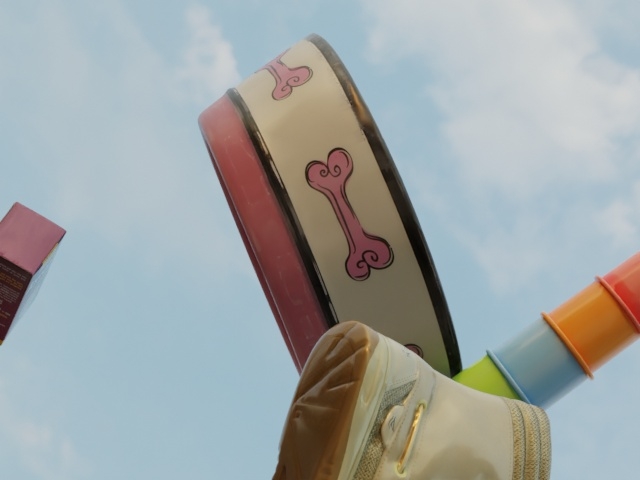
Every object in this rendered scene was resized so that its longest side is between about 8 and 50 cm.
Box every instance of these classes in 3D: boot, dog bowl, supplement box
[{"bbox_3d":[0.051,0.209,0.848,0.203,0.262,0.095,26,-13,-31],"label":"boot"},{"bbox_3d":[0.000,0.000,1.277,0.408,0.150,0.408,158,-90,-85],"label":"dog bowl"},{"bbox_3d":[-0.218,0.024,0.852,0.043,0.055,0.083,31,-50,-4],"label":"supplement box"}]

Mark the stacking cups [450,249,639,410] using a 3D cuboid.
[{"bbox_3d":[0.201,0.113,1.148,0.096,0.316,0.096,51,1,-1],"label":"stacking cups"}]
